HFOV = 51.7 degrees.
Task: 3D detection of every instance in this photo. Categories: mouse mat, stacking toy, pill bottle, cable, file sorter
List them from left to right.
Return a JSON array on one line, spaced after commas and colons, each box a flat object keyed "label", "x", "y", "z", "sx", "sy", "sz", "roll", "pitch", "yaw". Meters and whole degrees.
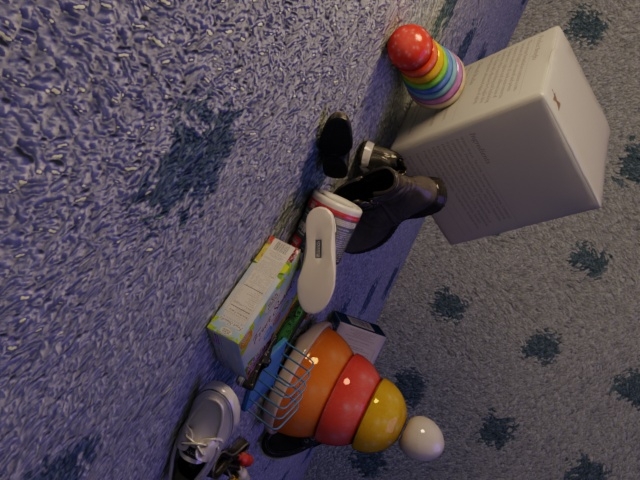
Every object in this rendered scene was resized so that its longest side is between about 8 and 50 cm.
[{"label": "cable", "x": -0.210, "y": 0.544, "z": 1.619, "sx": 0.287, "sy": 0.072, "sz": 0.140, "roll": 89, "pitch": 25, "yaw": -63}, {"label": "file sorter", "x": -0.097, "y": 0.342, "z": 1.561, "sx": 0.118, "sy": 0.104, "sz": 0.170, "roll": -38, "pitch": 152, "yaw": -48}, {"label": "mouse mat", "x": -0.064, "y": 0.188, "z": 1.577, "sx": 0.190, "sy": 0.007, "sz": 0.152, "roll": -58, "pitch": 161, "yaw": -1}, {"label": "pill bottle", "x": 0.000, "y": 0.000, "z": 1.304, "sx": 0.180, "sy": 0.108, "sz": 0.108, "roll": -66, "pitch": 167, "yaw": 11}, {"label": "stacking toy", "x": 0.112, "y": 0.473, "z": 1.822, "sx": 0.351, "sy": 0.479, "sz": 0.351, "roll": -57, "pitch": 166, "yaw": -23}, {"label": "stacking toy", "x": 0.221, "y": -0.380, "z": 1.405, "sx": 0.141, "sy": 0.141, "sz": 0.330, "roll": -65, "pitch": 162, "yaw": 7}]

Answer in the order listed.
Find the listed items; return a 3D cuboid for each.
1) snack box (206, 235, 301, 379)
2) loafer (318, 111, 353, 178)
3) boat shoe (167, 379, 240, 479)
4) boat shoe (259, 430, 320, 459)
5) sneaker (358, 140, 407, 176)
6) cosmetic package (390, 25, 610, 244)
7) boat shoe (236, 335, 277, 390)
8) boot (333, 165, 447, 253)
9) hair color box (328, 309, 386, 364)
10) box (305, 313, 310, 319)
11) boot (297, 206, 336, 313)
[{"label": "snack box", "x": -0.111, "y": 0.123, "z": 1.191, "sx": 0.207, "sy": 0.070, "sz": 0.174, "roll": -58, "pitch": 164, "yaw": -28}, {"label": "loafer", "x": 0.029, "y": -0.183, "z": 1.202, "sx": 0.170, "sy": 0.062, "sz": 0.061, "roll": 98, "pitch": 0, "yaw": -62}, {"label": "boat shoe", "x": -0.218, "y": 0.371, "z": 1.205, "sx": 0.084, "sy": 0.095, "sz": 0.258, "roll": -49, "pitch": 160, "yaw": -60}, {"label": "boat shoe", "x": -0.022, "y": 0.559, "z": 2.005, "sx": 0.340, "sy": 0.127, "sz": 0.113, "roll": -13, "pitch": 159, "yaw": -24}, {"label": "sneaker", "x": 0.152, "y": -0.162, "z": 1.560, "sx": 0.234, "sy": 0.106, "sz": 0.078, "roll": 57, "pitch": 49, "yaw": -74}, {"label": "cosmetic package", "x": 0.446, "y": -0.245, "z": 1.619, "sx": 0.393, "sy": 0.327, "sz": 0.329, "roll": -16, "pitch": -148, "yaw": 38}, {"label": "boat shoe", "x": -0.131, "y": 0.268, "z": 1.457, "sx": 0.142, "sy": 0.040, "sz": 0.049, "roll": -56, "pitch": 165, "yaw": -28}, {"label": "boot", "x": 0.100, "y": -0.075, "z": 1.513, "sx": 0.222, "sy": 0.118, "sz": 0.338, "roll": 6, "pitch": 149, "yaw": -42}, {"label": "hair color box", "x": 0.059, "y": 0.420, "z": 2.152, "sx": 0.347, "sy": 0.173, "sz": 0.105, "roll": -66, "pitch": -163, "yaw": 10}, {"label": "box", "x": -0.012, "y": 0.129, "z": 1.682, "sx": 0.081, "sy": 0.028, "sz": 0.136, "roll": -45, "pitch": 159, "yaw": -52}, {"label": "boot", "x": 0.003, "y": 0.037, "z": 1.194, "sx": 0.086, "sy": 0.069, "sz": 0.190, "roll": 16, "pitch": 81, "yaw": -80}]
